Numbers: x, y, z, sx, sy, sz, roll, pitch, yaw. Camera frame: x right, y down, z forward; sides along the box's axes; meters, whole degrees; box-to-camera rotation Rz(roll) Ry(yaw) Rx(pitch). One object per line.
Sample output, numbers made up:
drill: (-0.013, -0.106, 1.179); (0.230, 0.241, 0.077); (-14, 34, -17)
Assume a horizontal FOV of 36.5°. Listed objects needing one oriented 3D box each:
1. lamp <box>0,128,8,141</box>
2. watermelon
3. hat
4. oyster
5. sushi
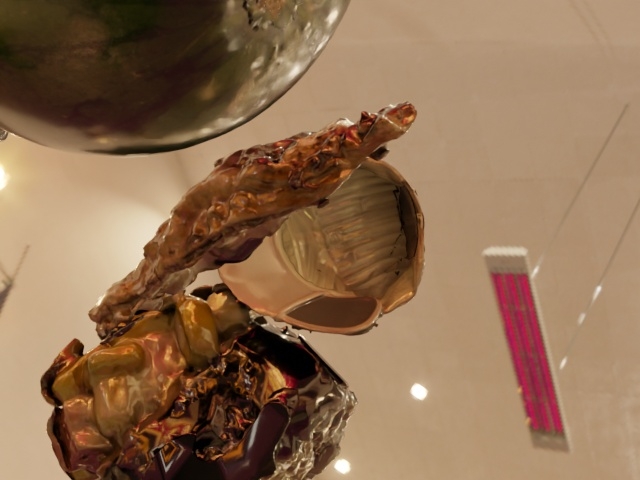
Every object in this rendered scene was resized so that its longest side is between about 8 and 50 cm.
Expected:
lamp: (-0.443, -0.193, 1.208); (0.108, 0.130, 0.371); (-10, -18, 5)
watermelon: (-0.096, -0.159, 0.439); (0.242, 0.242, 0.242); (18, -49, 22)
hat: (-0.004, 0.001, 1.127); (0.161, 0.275, 0.232); (-22, -94, 50)
oyster: (-0.064, -0.018, 0.770); (0.345, 0.128, 0.079); (-35, -100, 30)
sushi: (-0.149, 0.217, 1.177); (0.285, 0.328, 0.329); (42, -3, 19)
